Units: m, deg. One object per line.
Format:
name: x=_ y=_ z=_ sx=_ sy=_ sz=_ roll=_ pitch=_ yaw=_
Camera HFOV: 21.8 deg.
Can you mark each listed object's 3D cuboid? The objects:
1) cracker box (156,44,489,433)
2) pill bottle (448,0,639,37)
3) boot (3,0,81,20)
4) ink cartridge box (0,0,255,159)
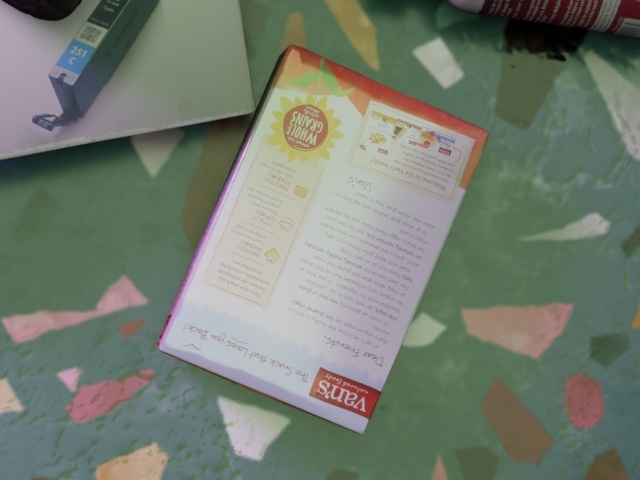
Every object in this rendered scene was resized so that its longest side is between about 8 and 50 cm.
cracker box: x=0.000 y=0.000 z=1.168 sx=0.156 sy=0.067 sz=0.232 roll=24 pitch=85 yaw=-7
pill bottle: x=0.154 y=-0.214 z=1.163 sx=0.221 sy=0.121 sz=0.121 roll=8 pitch=87 yaw=-3
boot: x=-0.219 y=-0.358 z=1.057 sx=0.377 sy=0.138 sz=0.284 roll=41 pitch=70 yaw=-4
ink cartridge box: x=-0.210 y=-0.189 z=1.119 sx=0.296 sy=0.066 sz=0.261 roll=-12 pitch=101 yaw=-15
